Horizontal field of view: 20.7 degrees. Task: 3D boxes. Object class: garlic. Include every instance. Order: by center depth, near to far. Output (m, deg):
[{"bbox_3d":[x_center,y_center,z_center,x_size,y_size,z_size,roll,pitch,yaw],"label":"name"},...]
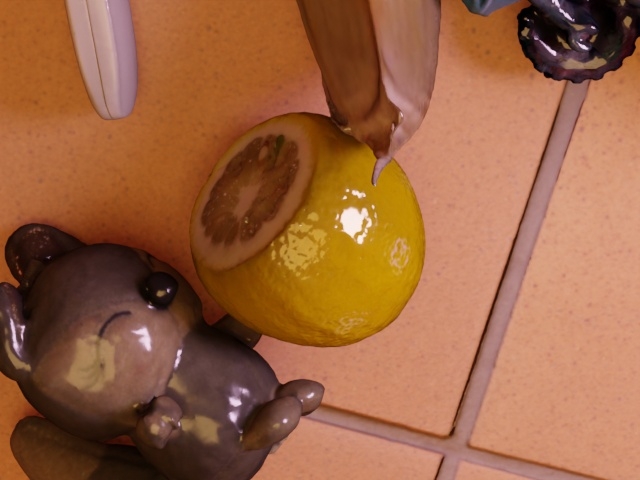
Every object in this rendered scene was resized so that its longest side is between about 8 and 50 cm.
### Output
[{"bbox_3d":[0.039,-0.211,1.736,0.151,0.196,0.338,-5,86,12],"label":"garlic"}]

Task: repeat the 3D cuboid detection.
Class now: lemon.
[{"bbox_3d":[0.000,0.000,1.822,0.219,0.240,0.240,35,109,-33],"label":"lemon"}]

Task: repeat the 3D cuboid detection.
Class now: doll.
[{"bbox_3d":[-0.232,0.180,1.890,0.382,0.252,0.378,33,110,-1],"label":"doll"}]

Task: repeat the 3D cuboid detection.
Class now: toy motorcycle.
[{"bbox_3d":[0.260,-0.351,1.708,0.232,0.172,0.416,16,119,-11],"label":"toy motorcycle"}]

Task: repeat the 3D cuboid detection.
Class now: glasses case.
[{"bbox_3d":[-0.229,-0.239,1.810,0.059,0.092,0.233,-5,112,9],"label":"glasses case"}]
